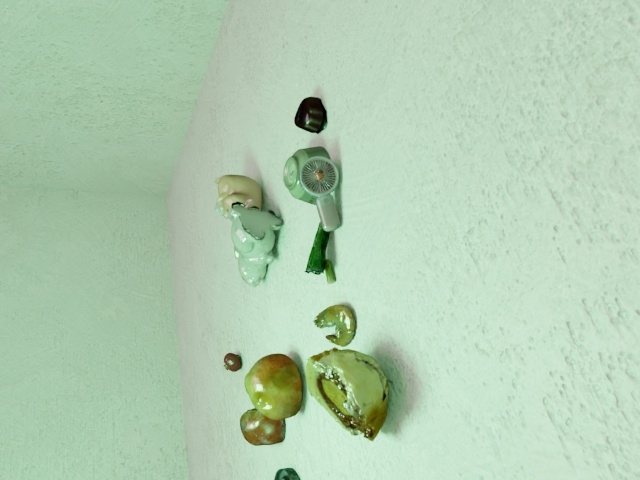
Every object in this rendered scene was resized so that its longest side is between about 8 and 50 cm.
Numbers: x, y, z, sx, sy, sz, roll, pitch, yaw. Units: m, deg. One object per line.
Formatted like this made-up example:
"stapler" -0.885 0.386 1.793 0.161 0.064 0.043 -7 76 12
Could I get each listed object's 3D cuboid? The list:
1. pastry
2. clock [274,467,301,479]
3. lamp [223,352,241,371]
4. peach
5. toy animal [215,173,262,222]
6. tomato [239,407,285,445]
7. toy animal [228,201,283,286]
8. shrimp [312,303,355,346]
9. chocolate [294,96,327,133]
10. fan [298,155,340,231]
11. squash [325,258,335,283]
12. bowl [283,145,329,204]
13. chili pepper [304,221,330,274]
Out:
"pastry" 0.087 0.396 1.271 0.236 0.170 0.256 31 146 40
"clock" -0.117 0.969 1.755 0.215 0.041 0.215 -7 82 61
"lamp" -0.436 0.603 2.315 0.101 0.090 0.101 38 155 22
"peach" -0.164 0.545 1.723 0.236 0.214 0.214 58 140 19
"toy animal" -0.367 -0.176 2.094 0.195 0.212 0.256 72 -170 -56
"tomato" -0.247 0.743 1.901 0.214 0.155 0.181 -39 59 53
"toy animal" -0.295 0.027 1.991 0.258 0.193 0.357 45 139 21
"shrimp" 0.043 0.278 1.505 0.236 0.053 0.133 -28 84 54
"chocolate" -0.040 -0.443 1.647 0.148 0.080 0.125 34 118 59
"fan" 0.009 -0.150 1.512 0.074 0.130 0.244 146 108 -77
"squash" 0.028 0.100 1.546 0.027 0.027 0.083 -44 52 52
"bowl" -0.059 -0.233 1.641 0.211 0.112 0.212 -13 75 61
"chili pepper" 0.000 0.000 1.555 0.088 0.059 0.227 155 128 -68
